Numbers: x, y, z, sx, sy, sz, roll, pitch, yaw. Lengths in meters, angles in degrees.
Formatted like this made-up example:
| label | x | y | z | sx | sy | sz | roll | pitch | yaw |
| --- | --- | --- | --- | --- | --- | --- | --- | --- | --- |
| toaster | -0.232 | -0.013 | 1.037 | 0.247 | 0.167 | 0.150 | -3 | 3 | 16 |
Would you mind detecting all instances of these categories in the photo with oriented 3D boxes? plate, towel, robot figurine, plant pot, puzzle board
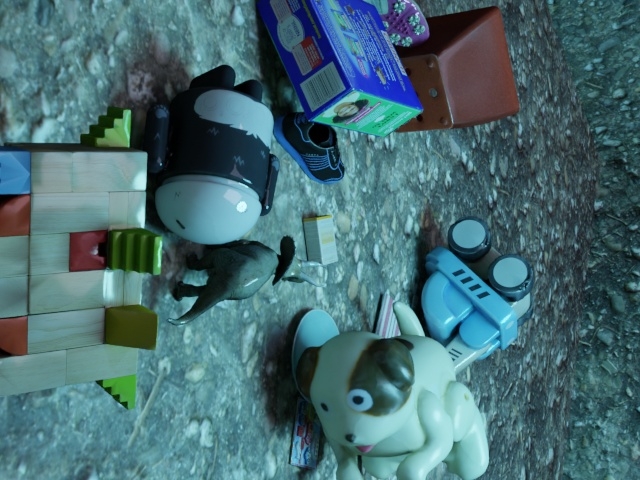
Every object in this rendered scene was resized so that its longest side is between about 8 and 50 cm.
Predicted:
| label | x | y | z | sx | sy | sz | roll | pitch | yaw |
| --- | --- | --- | --- | --- | --- | --- | --- | --- | --- |
| plate | -0.012 | 0.230 | 1.690 | 0.188 | 0.024 | 0.188 | 10 | 79 | -57 |
| towel | 0.178 | 0.232 | 2.002 | 0.197 | 0.029 | 0.144 | 45 | 49 | -43 |
| robot figurine | -0.168 | -0.131 | 1.347 | 0.173 | 0.209 | 0.278 | 109 | -12 | -72 |
| plant pot | 0.287 | -0.389 | 2.059 | 0.236 | 0.267 | 0.267 | -34 | 116 | -42 |
| puzzle board | -0.024 | 0.377 | 1.664 | 0.096 | 0.011 | 0.128 | 32 | 60 | -53 |

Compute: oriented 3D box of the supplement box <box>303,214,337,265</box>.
| label | x | y | z | sx | sy | sz | roll | pitch | yaw |
| --- | --- | --- | --- | --- | --- | --- | --- | --- | --- |
| supplement box | 0.000 | 0.000 | 1.727 | 0.062 | 0.036 | 0.098 | -13 | 97 | -59 |

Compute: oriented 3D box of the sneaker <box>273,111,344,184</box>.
| label | x | y | z | sx | sy | sz | roll | pitch | yaw |
| --- | --- | --- | --- | --- | --- | --- | --- | --- | --- |
| sneaker | 0.002 | -0.181 | 1.702 | 0.232 | 0.090 | 0.081 | 36 | 56 | -51 |

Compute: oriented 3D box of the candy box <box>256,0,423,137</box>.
| label | x | y | z | sx | sy | sz | roll | pitch | yaw |
| --- | --- | --- | --- | --- | --- | --- | --- | --- | --- |
| candy box | 0.047 | -0.360 | 1.697 | 0.317 | 0.122 | 0.268 | -1 | 65 | -58 |

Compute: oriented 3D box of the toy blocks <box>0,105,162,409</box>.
| label | x | y | z | sx | sy | sz | roll | pitch | yaw |
| --- | --- | --- | --- | --- | --- | --- | --- | --- | --- |
| toy blocks | -0.352 | 0.030 | 1.021 | 0.261 | 0.191 | 0.381 | -4 | 104 | -38 |

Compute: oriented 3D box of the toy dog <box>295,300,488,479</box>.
| label | x | y | z | sx | sy | sz | roll | pitch | yaw |
| --- | --- | --- | --- | --- | --- | --- | --- | --- | --- |
| toy dog | 0.137 | 0.296 | 1.639 | 0.408 | 0.284 | 0.395 | 28 | 68 | -57 |

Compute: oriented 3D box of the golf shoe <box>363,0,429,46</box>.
| label | x | y | z | sx | sy | sz | roll | pitch | yaw |
| --- | --- | --- | --- | --- | --- | --- | --- | --- | --- |
| golf shoe | 0.134 | -0.556 | 1.902 | 0.306 | 0.115 | 0.140 | 34 | 44 | -32 |

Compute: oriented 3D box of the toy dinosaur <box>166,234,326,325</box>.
| label | x | y | z | sx | sy | sz | roll | pitch | yaw |
| --- | --- | --- | --- | --- | --- | --- | --- | --- | --- |
| toy dinosaur | -0.136 | 0.048 | 1.381 | 0.313 | 0.160 | 0.121 | -19 | 102 | -59 |

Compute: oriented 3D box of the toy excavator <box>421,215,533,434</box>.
| label | x | y | z | sx | sy | sz | roll | pitch | yaw |
| --- | --- | --- | --- | --- | --- | --- | --- | --- | --- |
| toy excavator | 0.344 | 0.235 | 2.069 | 0.445 | 0.433 | 0.222 | -40 | 151 | -8 |
